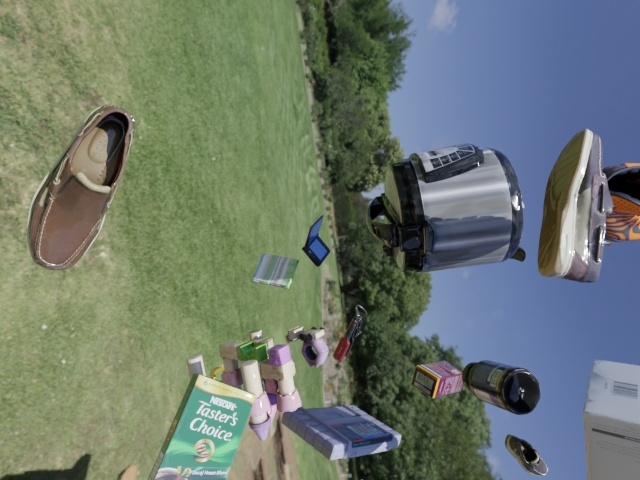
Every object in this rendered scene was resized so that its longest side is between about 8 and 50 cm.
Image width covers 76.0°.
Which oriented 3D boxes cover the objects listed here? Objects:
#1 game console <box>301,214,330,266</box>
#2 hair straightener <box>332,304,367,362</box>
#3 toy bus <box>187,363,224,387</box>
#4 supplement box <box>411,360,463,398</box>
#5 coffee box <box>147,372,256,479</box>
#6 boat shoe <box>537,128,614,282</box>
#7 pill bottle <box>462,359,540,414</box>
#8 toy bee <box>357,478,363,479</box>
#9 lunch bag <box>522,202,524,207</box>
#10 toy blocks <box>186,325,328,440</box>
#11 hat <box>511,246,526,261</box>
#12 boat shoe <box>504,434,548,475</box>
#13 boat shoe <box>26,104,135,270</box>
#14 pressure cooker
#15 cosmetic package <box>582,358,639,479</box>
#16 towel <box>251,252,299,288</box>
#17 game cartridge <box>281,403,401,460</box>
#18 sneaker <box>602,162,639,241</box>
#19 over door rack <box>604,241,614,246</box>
[{"bbox_3d":[0.000,0.000,1.408,0.124,0.085,0.144,50,27,-5],"label":"game console"},{"bbox_3d":[0.107,0.312,1.414,0.089,0.047,0.231,-21,133,-51],"label":"hair straightener"},{"bbox_3d":[-0.313,0.460,1.344,0.191,0.202,0.105,34,55,-60],"label":"toy bus"},{"bbox_3d":[0.447,0.520,1.544,0.104,0.188,0.081,23,-77,50],"label":"supplement box"},{"bbox_3d":[-0.190,0.322,0.663,0.040,0.113,0.184,-25,-141,58],"label":"coffee box"},{"bbox_3d":[0.454,-0.060,0.715,0.103,0.092,0.286,92,17,-71],"label":"boat shoe"},{"bbox_3d":[0.510,0.415,1.187,0.219,0.122,0.123,149,-64,-75],"label":"pill bottle"},{"bbox_3d":[-0.018,0.766,1.091,0.195,0.298,0.162,15,49,-42],"label":"toy bee"},{"bbox_3d":[0.625,-0.138,1.352,0.071,0.053,0.083,7,63,-46],"label":"lunch bag"},{"bbox_3d":[-0.155,0.408,1.128,0.308,0.288,0.260,-14,94,-52],"label":"toy blocks"},{"bbox_3d":[0.703,-0.030,1.705,0.331,0.331,0.134,64,50,-81],"label":"hat"},{"bbox_3d":[0.550,0.572,1.078,0.056,0.152,0.049,-55,-168,-24],"label":"boat shoe"},{"bbox_3d":[-0.340,-0.078,0.583,0.095,0.095,0.258,11,-98,53],"label":"boat shoe"},{"bbox_3d":[0.353,-0.082,1.270,0.370,0.419,0.376,73,11,-69],"label":"pressure cooker"},{"bbox_3d":[0.651,0.415,0.870,0.224,0.138,0.225,-24,109,-49],"label":"cosmetic package"},{"bbox_3d":[-0.159,0.103,1.421,0.023,0.151,0.113,52,51,-55],"label":"towel"},{"bbox_3d":[0.077,0.597,1.303,0.355,0.230,0.068,21,81,-45],"label":"game cartridge"},{"bbox_3d":[0.645,-0.066,0.843,0.180,0.320,0.125,14,-91,68],"label":"sneaker"},{"bbox_3d":[0.987,-0.044,1.477,0.324,0.239,0.108,41,49,-78],"label":"over door rack"}]
